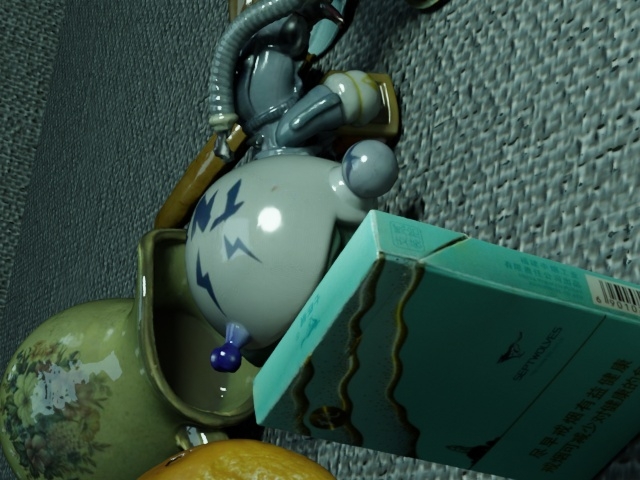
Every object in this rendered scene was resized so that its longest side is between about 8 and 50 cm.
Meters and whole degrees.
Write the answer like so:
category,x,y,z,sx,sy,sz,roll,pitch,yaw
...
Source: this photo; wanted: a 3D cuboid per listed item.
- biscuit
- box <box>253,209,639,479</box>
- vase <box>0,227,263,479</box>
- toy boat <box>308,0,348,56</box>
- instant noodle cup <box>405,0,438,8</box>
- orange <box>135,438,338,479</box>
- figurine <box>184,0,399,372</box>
category,x,y,z,sx,sy,sz,roll,pitch,yaw
biscuit,-0.096,-0.105,1.554,0.262,0.037,0.262,-51,2,2
box,0.096,0.072,0.854,0.041,0.229,0.162,-96,29,-43
vase,-0.171,0.192,1.497,0.302,0.240,0.329,-37,61,37
toy boat,0.008,-0.236,1.562,0.096,0.034,0.122,-106,28,-54
instant noodle cup,0.050,-0.337,1.315,0.216,0.172,0.216,-165,90,-70
orange,-0.076,0.290,1.162,0.183,0.248,0.249,104,166,-46
figurine,-0.026,-0.058,1.316,0.261,0.186,0.382,132,142,-67
